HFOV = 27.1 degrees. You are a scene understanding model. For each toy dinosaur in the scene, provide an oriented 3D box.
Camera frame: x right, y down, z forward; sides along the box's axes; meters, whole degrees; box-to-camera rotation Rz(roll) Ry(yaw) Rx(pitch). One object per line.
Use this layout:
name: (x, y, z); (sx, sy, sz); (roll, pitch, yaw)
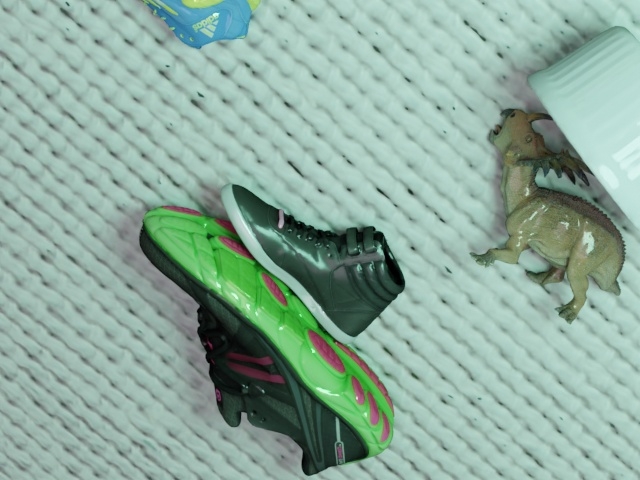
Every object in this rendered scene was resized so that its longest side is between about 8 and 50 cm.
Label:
toy dinosaur: (0.326, -0.023, 1.766); (0.295, 0.127, 0.200); (34, 107, -13)

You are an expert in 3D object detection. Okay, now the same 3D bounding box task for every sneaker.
sneaker: (-0.099, 0.155, 1.869); (0.202, 0.185, 0.483); (-36, 103, 17)
sneaker: (-0.196, -0.311, 1.726); (0.240, 0.091, 0.126); (9, 115, 3)
sneaker: (0.000, 0.000, 1.834); (0.147, 0.104, 0.296); (-37, 110, 19)

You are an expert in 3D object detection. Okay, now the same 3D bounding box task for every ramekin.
ramekin: (0.388, -0.130, 1.628); (0.135, 0.277, 0.277); (-38, 104, 13)
